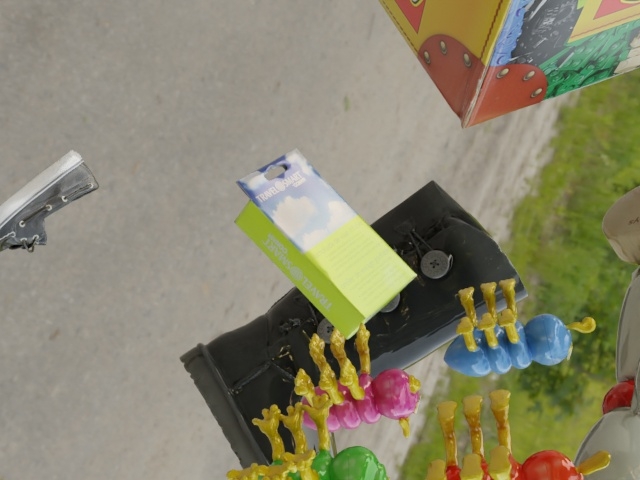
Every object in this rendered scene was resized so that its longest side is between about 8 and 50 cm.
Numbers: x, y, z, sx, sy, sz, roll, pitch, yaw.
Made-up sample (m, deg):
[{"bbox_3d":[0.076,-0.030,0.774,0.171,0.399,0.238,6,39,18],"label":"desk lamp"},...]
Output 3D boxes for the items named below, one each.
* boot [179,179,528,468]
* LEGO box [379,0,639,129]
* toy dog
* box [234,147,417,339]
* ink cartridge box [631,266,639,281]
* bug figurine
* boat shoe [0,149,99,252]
[{"bbox_3d":[0.086,0.174,1.269,0.445,0.367,0.146,-32,159,-8],"label":"boot"},{"bbox_3d":[0.149,-0.368,0.644,0.372,0.500,0.193,-20,154,-17],"label":"LEGO box"},{"bbox_3d":[0.304,0.081,0.731,0.220,0.161,0.333,35,49,-28],"label":"toy dog"},{"bbox_3d":[0.000,0.000,0.929,0.109,0.178,0.042,-36,170,-49],"label":"box"},{"bbox_3d":[0.482,0.154,1.126,0.114,0.197,0.273,99,-3,-67],"label":"ink cartridge box"},{"bbox_3d":[0.067,0.111,0.596,0.279,0.216,0.072,-54,130,-68],"label":"bug figurine"},{"bbox_3d":[-0.389,-0.026,1.272,0.228,0.076,0.080,-47,-169,-32],"label":"boat shoe"}]
